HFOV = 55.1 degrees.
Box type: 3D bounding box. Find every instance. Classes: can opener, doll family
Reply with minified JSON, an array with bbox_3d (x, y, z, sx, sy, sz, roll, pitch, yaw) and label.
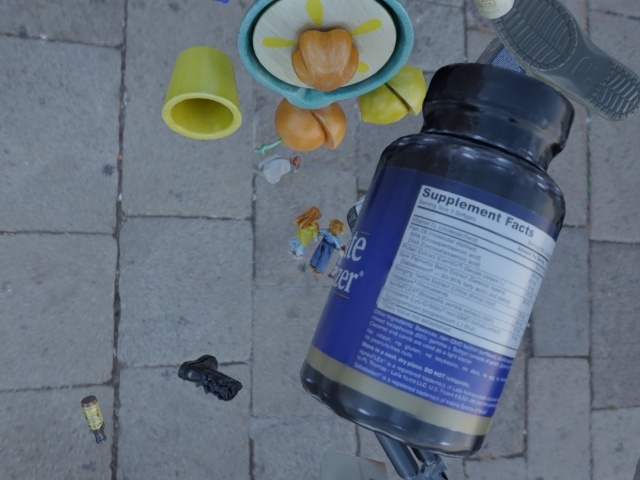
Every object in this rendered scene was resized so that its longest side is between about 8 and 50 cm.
[{"bbox_3d":[0.136,0.331,0.959,0.075,0.095,0.284,-30,89,-16],"label":"can opener"},{"bbox_3d":[0.000,0.000,1.709,0.118,0.263,0.163,-1,123,-52],"label":"doll family"}]

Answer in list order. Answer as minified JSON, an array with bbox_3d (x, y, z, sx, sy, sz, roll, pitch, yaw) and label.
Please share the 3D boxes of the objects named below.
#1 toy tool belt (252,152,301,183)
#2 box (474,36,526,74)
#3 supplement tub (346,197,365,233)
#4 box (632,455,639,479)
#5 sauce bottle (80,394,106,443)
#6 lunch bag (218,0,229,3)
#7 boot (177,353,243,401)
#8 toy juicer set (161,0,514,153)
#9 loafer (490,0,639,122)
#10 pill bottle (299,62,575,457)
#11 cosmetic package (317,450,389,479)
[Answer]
[{"bbox_3d":[-0.083,-0.143,1.153,0.083,0.051,0.052,-31,130,-28],"label":"toy tool belt"},{"bbox_3d":[0.434,-0.418,1.489,0.093,0.156,0.158,37,91,-8],"label":"box"},{"bbox_3d":[0.196,0.045,1.450,0.193,0.193,0.316,-16,82,-18],"label":"supplement tub"},{"bbox_3d":[0.630,0.382,0.892,0.479,0.297,0.473,-28,129,-54],"label":"box"},{"bbox_3d":[-0.571,0.456,1.555,0.042,0.042,0.128,-18,111,-18],"label":"sauce bottle"},{"bbox_3d":[-0.193,-0.459,0.834,0.138,0.221,0.293,53,34,6],"label":"lunch bag"},{"bbox_3d":[-0.182,0.241,1.078,0.099,0.121,0.045,19,91,18],"label":"boot"},{"bbox_3d":[0.033,-0.148,0.495,0.209,0.329,0.090,17,59,-37],"label":"toy juicer set"},{"bbox_3d":[0.359,-0.274,0.923,0.268,0.092,0.102,43,101,0],"label":"loafer"},{"bbox_3d":[0.079,0.009,0.389,0.122,0.123,0.219,21,87,-16],"label":"pill bottle"},{"bbox_3d":[0.055,0.508,1.045,0.129,0.296,0.153,12,101,-2],"label":"cosmetic package"}]
